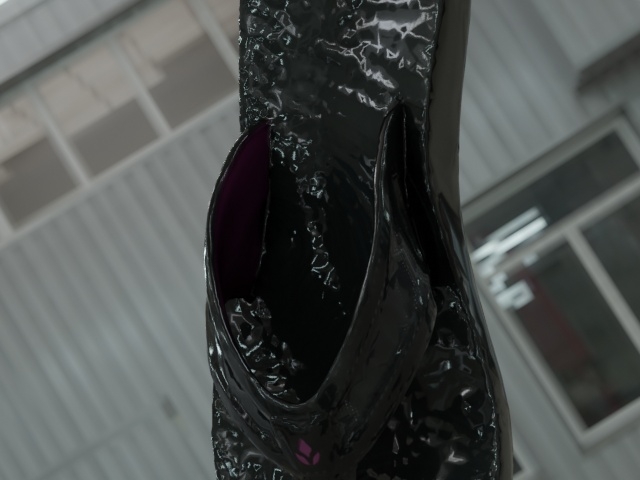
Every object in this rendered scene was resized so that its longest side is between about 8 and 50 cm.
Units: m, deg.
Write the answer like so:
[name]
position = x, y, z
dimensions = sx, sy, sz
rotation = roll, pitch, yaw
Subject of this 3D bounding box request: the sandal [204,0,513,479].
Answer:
[sandal]
position = -0.002, -0.001, 1.031
dimensions = 0.168, 0.445, 0.107
rotation = -10, -13, 30
